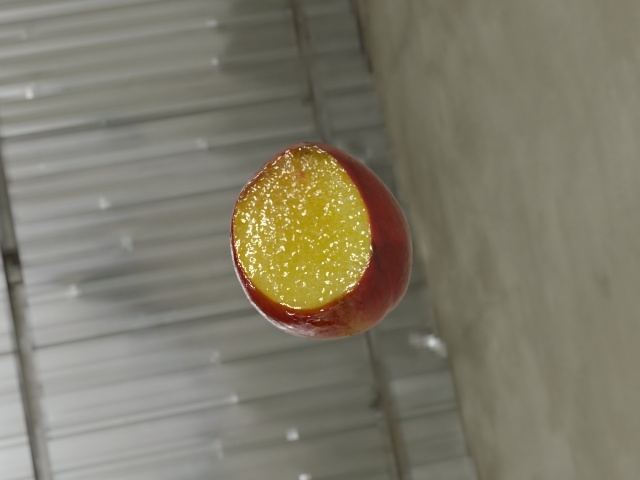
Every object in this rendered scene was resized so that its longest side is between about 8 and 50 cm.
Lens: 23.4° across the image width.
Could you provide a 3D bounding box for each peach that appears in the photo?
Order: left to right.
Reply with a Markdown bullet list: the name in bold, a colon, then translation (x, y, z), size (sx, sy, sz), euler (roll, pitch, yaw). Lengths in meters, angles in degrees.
- **peach**: translation (0.000, 0.000, 1.567), size (0.192, 0.190, 0.190), euler (61, -175, -40)
